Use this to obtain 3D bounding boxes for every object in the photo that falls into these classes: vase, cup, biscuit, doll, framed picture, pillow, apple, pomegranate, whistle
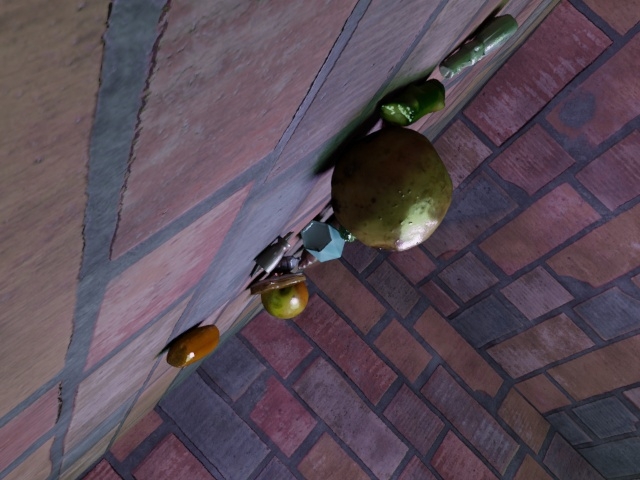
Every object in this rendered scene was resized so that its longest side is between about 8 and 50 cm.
[{"bbox_3d":[-0.129,0.038,1.582,0.101,0.053,0.053,-48,177,-6],"label":"vase"},{"bbox_3d":[0.000,0.000,1.995,0.235,0.134,0.148,20,82,-78],"label":"cup"},{"bbox_3d":[-0.155,0.149,2.036,0.208,0.049,0.181,-15,175,-20],"label":"biscuit"},{"bbox_3d":[-0.133,0.092,2.067,0.104,0.062,0.194,3,162,-19],"label":"doll"},{"bbox_3d":[-0.151,0.046,1.740,0.142,0.011,0.183,-43,176,-26],"label":"framed picture"},{"bbox_3d":[0.044,-0.014,2.415,0.305,0.108,0.308,-47,175,18],"label":"pillow"},{"bbox_3d":[-0.146,0.214,2.269,0.196,0.196,0.196,-44,176,-4],"label":"apple"},{"bbox_3d":[0.159,-0.114,1.291,0.281,0.281,0.281,-44,176,-4],"label":"pomegranate"},{"bbox_3d":[0.396,-0.487,1.420,0.258,0.067,0.126,-39,-179,-16],"label":"whistle"}]

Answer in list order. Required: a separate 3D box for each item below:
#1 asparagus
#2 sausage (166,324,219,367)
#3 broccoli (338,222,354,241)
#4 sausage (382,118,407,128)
[{"bbox_3d":[0.214,-0.309,1.286,0.082,0.085,0.343,-19,-167,31],"label":"asparagus"},{"bbox_3d":[-0.371,0.309,1.681,0.098,0.098,0.238,-45,175,15],"label":"sausage"},{"bbox_3d":[0.168,-0.096,1.932,0.269,0.241,0.261,-38,-172,-16],"label":"broccoli"},{"bbox_3d":[0.183,-0.282,1.402,0.065,0.065,0.169,-45,175,3],"label":"sausage"}]
